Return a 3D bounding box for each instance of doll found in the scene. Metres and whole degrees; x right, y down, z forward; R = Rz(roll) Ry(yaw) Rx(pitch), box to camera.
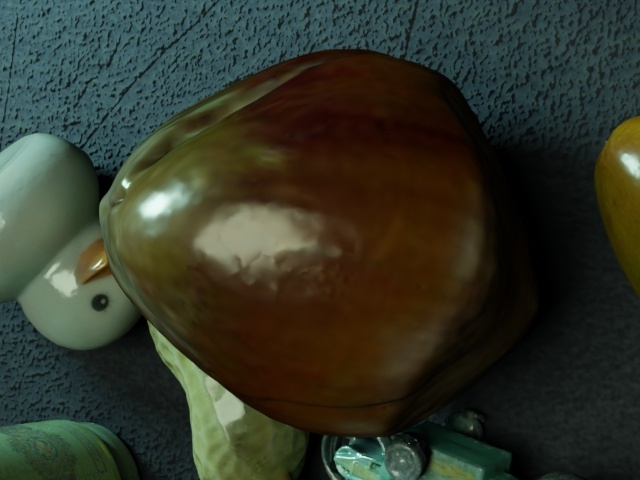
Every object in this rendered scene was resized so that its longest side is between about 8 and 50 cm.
[{"bbox_3d":[-0.271,0.016,1.684,0.251,0.221,0.221,-14,82,53],"label":"doll"}]

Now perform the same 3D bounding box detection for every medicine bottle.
[{"bbox_3d":[-0.318,0.254,1.609,0.151,0.322,0.151,0,90,31],"label":"medicine bottle"}]

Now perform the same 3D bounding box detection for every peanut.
[{"bbox_3d":[-0.088,0.115,1.593,0.136,0.120,0.298,-28,75,52],"label":"peanut"}]

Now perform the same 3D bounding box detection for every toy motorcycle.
[{"bbox_3d":[0.119,0.254,1.485,0.296,0.109,0.198,19,112,35],"label":"toy motorcycle"}]

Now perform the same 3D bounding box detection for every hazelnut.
[{"bbox_3d":[0.000,0.000,1.405,0.372,0.372,0.315,12,100,30],"label":"hazelnut"}]

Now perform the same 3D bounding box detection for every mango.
[{"bbox_3d":[0.310,0.009,1.354,0.138,0.113,0.253,-33,75,30],"label":"mango"}]
